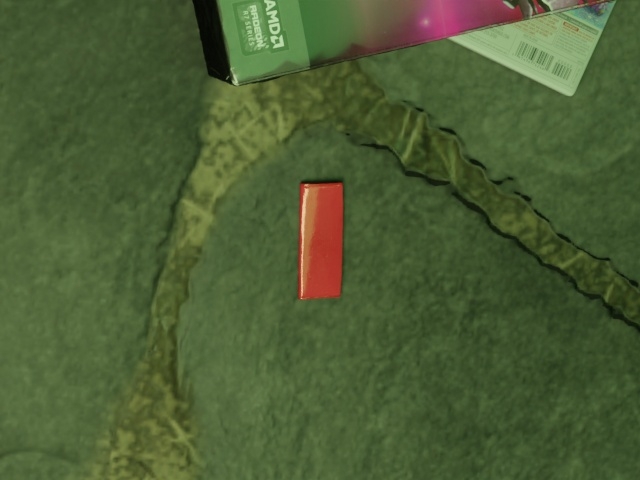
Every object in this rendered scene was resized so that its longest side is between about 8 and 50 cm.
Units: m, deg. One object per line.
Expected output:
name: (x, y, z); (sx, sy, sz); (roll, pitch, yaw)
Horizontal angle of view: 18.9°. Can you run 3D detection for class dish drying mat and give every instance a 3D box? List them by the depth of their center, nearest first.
dish drying mat: (0.000, 0.000, 1.349); (0.032, 0.008, 0.083); (-3, 104, -18)

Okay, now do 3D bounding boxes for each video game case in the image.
video game case: (0.142, -0.197, 1.351); (0.157, 0.019, 0.143); (23, 93, -22)

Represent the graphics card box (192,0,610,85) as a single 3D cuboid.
graphics card box: (0.085, -0.253, 1.262); (0.371, 0.094, 0.233); (-13, 103, -12)
